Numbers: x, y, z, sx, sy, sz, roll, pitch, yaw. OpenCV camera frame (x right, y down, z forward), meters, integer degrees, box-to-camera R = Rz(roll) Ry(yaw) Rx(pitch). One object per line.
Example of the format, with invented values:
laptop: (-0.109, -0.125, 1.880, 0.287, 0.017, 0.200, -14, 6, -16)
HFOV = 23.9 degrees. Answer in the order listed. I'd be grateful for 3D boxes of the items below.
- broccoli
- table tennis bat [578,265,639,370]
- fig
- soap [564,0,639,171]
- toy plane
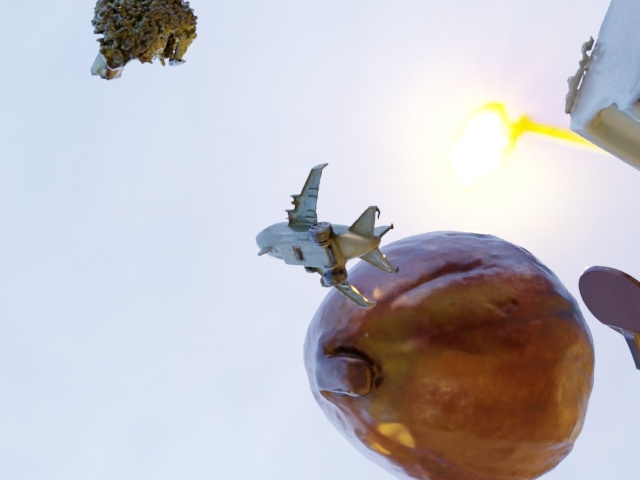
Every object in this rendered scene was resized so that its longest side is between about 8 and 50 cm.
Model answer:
broccoli: (-0.135, -0.150, 1.117, 0.095, 0.097, 0.092, 14, -62, -42)
table tennis bat: (0.323, 0.083, 1.598, 0.014, 0.095, 0.158, -52, -46, -28)
fig: (0.107, 0.102, 1.273, 0.263, 0.224, 0.224, 30, -101, -24)
soap: (0.294, -0.081, 0.969, 0.261, 0.094, 0.150, 28, -114, -15)
toy plane: (-0.001, 0.001, 0.748, 0.033, 0.083, 0.080, -47, -55, -44)
